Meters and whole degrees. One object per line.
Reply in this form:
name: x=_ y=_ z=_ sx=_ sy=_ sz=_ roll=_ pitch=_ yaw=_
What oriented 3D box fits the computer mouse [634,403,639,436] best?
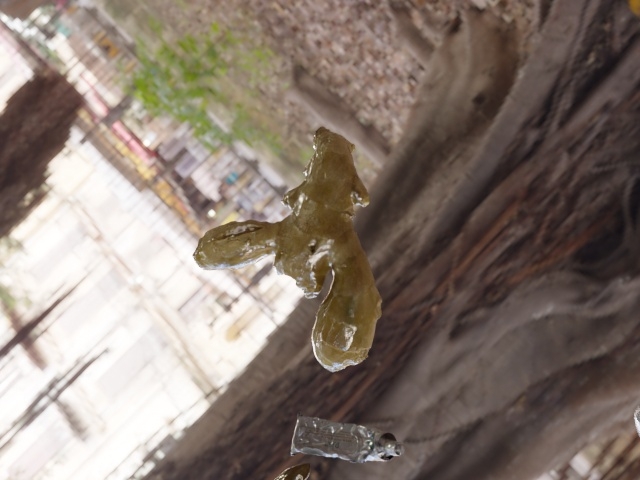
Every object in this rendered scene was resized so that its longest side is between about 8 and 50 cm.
computer mouse: x=0.657 y=0.346 z=1.733 sx=0.296 sy=0.121 sz=0.184 roll=20 pitch=-170 yaw=37

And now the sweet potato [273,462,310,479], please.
sweet potato: x=-0.084 y=0.460 z=1.884 sx=0.054 sy=0.182 sz=0.053 roll=44 pitch=-179 yaw=-34

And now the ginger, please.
ginger: x=0.008 y=0.006 z=1.871 sx=0.363 sy=0.348 sz=0.122 roll=39 pitch=180 yaw=16

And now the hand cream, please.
hand cream: x=0.052 y=0.377 z=1.987 sx=0.256 sy=0.084 sz=0.050 roll=-3 pitch=157 yaw=39
